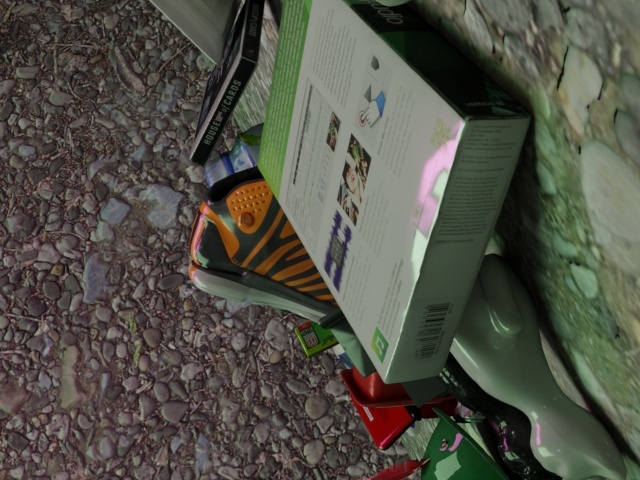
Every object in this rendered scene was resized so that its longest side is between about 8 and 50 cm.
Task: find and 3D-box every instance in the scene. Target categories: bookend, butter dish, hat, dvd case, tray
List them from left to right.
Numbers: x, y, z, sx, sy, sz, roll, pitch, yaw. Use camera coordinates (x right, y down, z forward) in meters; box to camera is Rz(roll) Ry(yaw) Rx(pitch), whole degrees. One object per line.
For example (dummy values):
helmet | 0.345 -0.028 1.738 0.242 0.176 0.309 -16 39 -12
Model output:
tray | -0.167 -0.378 1.190 0.145 0.030 0.270 43 -146 -29
dvd case | -0.131 -0.241 1.180 0.179 0.030 0.238 -57 21 33
butter dish | 0.117 0.171 1.213 0.160 0.160 0.118 -133 42 -75
bookend | 0.096 0.115 0.898 0.156 0.072 0.157 56 -154 6
hat | 0.154 0.354 1.142 0.173 0.183 0.208 47 176 8

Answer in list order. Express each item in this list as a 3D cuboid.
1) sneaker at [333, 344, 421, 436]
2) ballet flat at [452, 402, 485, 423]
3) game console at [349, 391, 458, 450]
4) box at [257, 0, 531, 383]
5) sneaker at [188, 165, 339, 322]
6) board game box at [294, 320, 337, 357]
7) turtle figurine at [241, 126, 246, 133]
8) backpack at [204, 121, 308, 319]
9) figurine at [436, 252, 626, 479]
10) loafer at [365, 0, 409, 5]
sneaker | 0.133 0.260 1.553 0.236 0.130 0.323 54 169 9
ballet flat | 0.204 0.228 1.111 0.041 0.041 0.114 63 175 13
game console | 0.132 0.256 1.300 0.085 0.124 0.144 33 -166 -34
box | 0.034 -0.077 0.677 0.322 0.059 0.232 -122 35 -45
sneaker | 0.000 0.000 1.023 0.124 0.321 0.180 -92 14 -71
board game box | 0.055 0.107 1.158 0.043 0.181 0.092 63 175 9
turtle figurine | -0.058 -0.125 1.546 0.234 0.118 0.175 46 -153 -53
backpack | -0.041 -0.043 1.250 0.290 0.274 0.355 68 158 16
figurine | 0.172 0.131 0.726 0.209 0.092 0.215 55 172 13
loafer | 0.039 -0.185 0.447 0.112 0.112 0.319 26 -166 -28
